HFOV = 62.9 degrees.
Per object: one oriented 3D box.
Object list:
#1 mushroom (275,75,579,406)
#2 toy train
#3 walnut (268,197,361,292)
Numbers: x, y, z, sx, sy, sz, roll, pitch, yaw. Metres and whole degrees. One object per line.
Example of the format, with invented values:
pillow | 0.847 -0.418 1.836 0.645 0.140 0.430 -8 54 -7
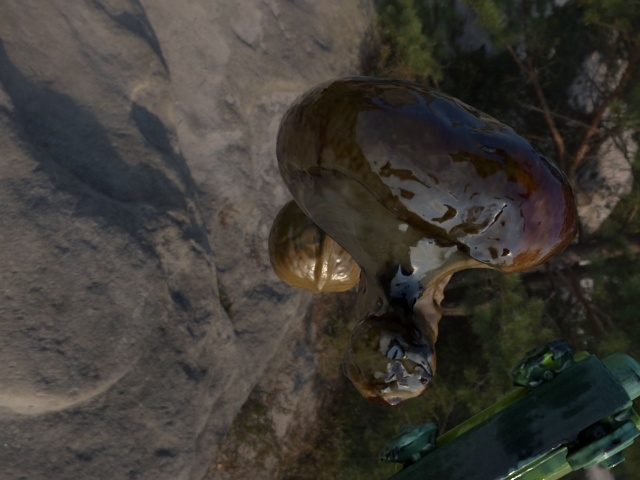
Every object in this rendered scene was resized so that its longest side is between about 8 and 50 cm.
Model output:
mushroom | 0.070 -0.029 0.474 0.255 0.267 0.267 -39 116 -3
toy train | 0.296 0.325 0.821 0.272 0.442 0.179 42 16 -55
walnut | 0.000 0.000 0.788 0.167 0.149 0.166 7 59 -12
